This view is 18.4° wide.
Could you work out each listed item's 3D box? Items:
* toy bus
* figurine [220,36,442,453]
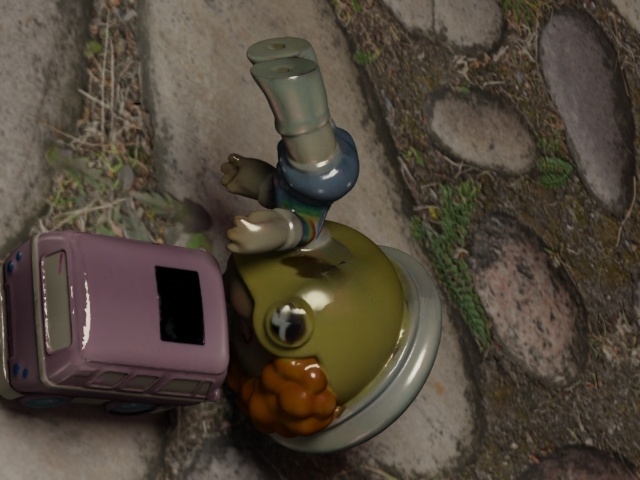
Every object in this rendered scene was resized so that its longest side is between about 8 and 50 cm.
[{"bbox_3d":[-0.175,0.075,1.726,0.202,0.142,0.142,10,65,-42],"label":"toy bus"},{"bbox_3d":[0.005,0.014,1.771,0.205,0.382,0.224,-9,42,-5],"label":"figurine"}]
